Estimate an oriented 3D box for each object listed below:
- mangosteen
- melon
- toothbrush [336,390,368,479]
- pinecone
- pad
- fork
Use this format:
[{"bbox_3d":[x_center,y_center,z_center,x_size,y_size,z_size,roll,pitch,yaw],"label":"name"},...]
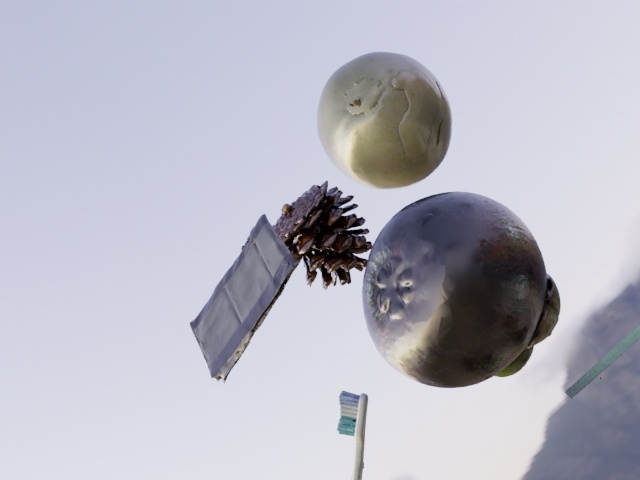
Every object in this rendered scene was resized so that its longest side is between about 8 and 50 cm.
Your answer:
[{"bbox_3d":[0.215,0.071,1.669,0.300,0.300,0.300,-36,-21,-16],"label":"mangosteen"},{"bbox_3d":[0.122,-0.234,2.184,0.268,0.268,0.330,-46,-15,10],"label":"melon"},{"bbox_3d":[0.023,0.286,1.089,0.030,0.030,0.303,-18,-62,-48],"label":"toothbrush"},{"bbox_3d":[0.000,0.000,2.052,0.208,0.208,0.207,-36,-21,-16],"label":"pinecone"},{"bbox_3d":[-0.122,0.089,1.740,0.022,0.174,0.233,25,-75,-31],"label":"pad"},{"bbox_3d":[0.345,0.085,1.171,0.235,0.039,0.021,-42,-31,-1],"label":"fork"}]
